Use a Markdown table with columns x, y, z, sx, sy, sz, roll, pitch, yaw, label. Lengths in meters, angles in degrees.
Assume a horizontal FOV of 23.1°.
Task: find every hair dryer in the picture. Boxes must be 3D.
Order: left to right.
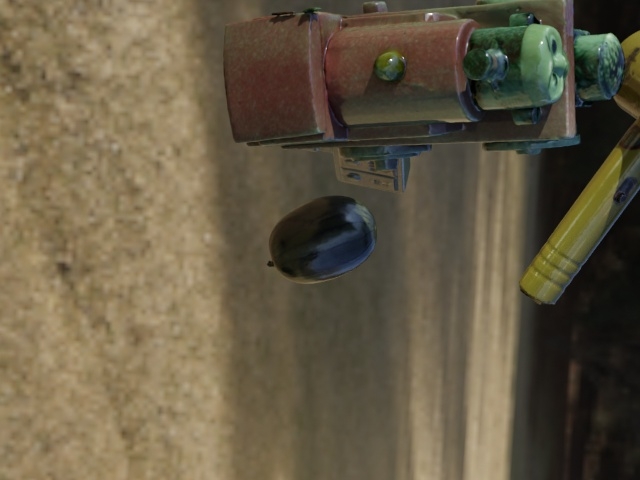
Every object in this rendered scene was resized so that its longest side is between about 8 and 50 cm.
| x | y | z | sx | sy | sz | roll | pitch | yaw | label |
| --- | --- | --- | --- | --- | --- | --- | --- | --- | --- |
| 0.272 | -0.064 | 1.455 | 0.278 | 0.090 | 0.135 | -55 | -153 | 11 | hair dryer |

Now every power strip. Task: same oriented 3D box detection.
| x | y | z | sx | sy | sz | roll | pitch | yaw | label |
| --- | --- | --- | --- | --- | --- | --- | --- | --- | --- |
| 0.032 | -0.126 | 1.828 | 0.215 | 0.145 | 0.061 | 82 | 20 | -70 | power strip |

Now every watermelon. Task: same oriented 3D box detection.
| x | y | z | sx | sy | sz | roll | pitch | yaw | label |
| --- | --- | --- | --- | --- | --- | --- | --- | --- | --- |
| 0.000 | 0.000 | 1.479 | 0.078 | 0.111 | 0.078 | 158 | -90 | -86 | watermelon |

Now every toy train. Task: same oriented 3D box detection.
| x | y | z | sx | sy | sz | roll | pitch | yaw | label |
| --- | --- | --- | --- | --- | --- | --- | --- | --- | --- |
| 0.084 | -0.134 | 1.274 | 0.221 | 0.304 | 0.150 | -9 | 96 | -64 | toy train |
